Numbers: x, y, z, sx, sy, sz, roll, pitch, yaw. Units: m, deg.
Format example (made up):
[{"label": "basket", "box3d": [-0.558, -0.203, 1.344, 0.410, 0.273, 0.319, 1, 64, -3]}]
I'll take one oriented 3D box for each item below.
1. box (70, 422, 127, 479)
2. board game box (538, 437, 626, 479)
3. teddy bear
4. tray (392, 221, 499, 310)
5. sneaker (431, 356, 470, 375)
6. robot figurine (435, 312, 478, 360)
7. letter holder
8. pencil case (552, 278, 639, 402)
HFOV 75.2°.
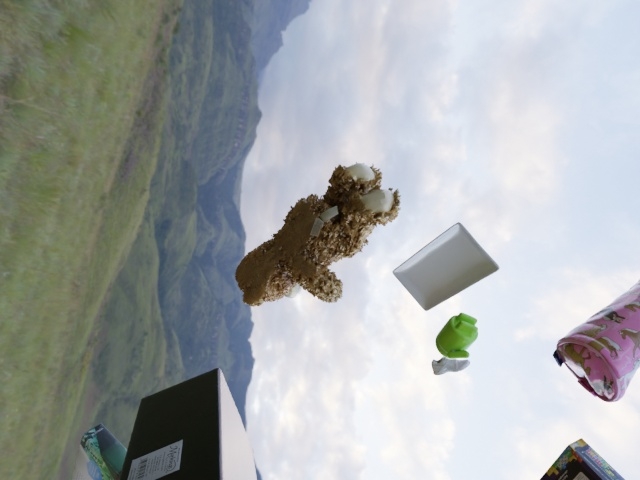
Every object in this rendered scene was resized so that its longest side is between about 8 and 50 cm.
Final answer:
[{"label": "box", "box3d": [-0.456, 0.619, 0.972, 0.322, 0.058, 0.232, 33, -65, 17]}, {"label": "board game box", "box3d": [0.431, 0.439, 0.675, 0.141, 0.048, 0.170, 49, -50, 45]}, {"label": "teddy bear", "box3d": [0.000, 0.000, 0.753, 0.338, 0.113, 0.245, -52, -133, 1]}, {"label": "tray", "box3d": [0.310, 0.071, 1.052, 0.145, 0.030, 0.270, 51, -41, 7]}, {"label": "sneaker", "box3d": [0.511, 0.487, 1.639, 0.053, 0.152, 0.061, -13, 85, -70]}, {"label": "robot figurine", "box3d": [0.288, 0.205, 0.882, 0.101, 0.067, 0.115, -69, -179, -53]}, {"label": "letter holder", "box3d": [-0.191, 0.393, 0.655, 0.302, 0.151, 0.215, -134, -155, -70]}, {"label": "pencil case", "box3d": [0.722, 0.192, 0.940, 0.160, 0.386, 0.167, 57, -14, 8]}]
